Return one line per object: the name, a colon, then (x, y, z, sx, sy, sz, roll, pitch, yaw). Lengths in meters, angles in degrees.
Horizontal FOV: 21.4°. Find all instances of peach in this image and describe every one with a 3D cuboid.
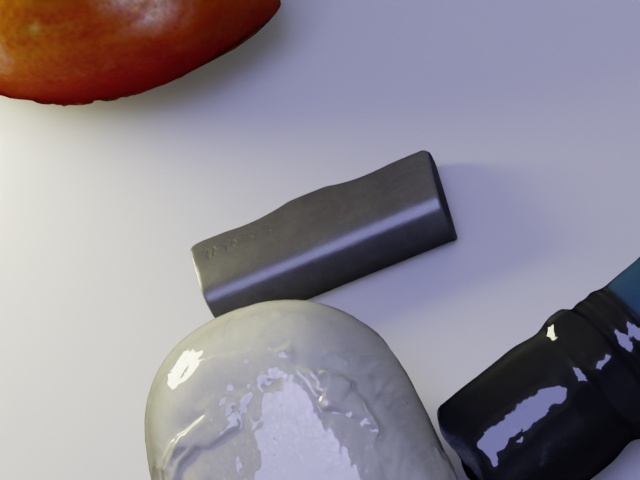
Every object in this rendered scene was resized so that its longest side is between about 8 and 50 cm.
peach: (-0.211, -0.270, 1.298, 0.380, 0.242, 0.306, 4, 65, 20)

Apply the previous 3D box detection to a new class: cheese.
cheese: (-0.020, 0.132, 1.109, 0.198, 0.154, 0.189, -21, 79, 11)

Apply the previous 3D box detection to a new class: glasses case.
glasses case: (0.001, -0.001, 1.226, 0.191, 0.042, 0.072, -22, 55, 8)

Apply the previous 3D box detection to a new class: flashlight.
flashlight: (0.261, 0.021, 1.104, 0.424, 0.103, 0.103, -39, 62, -3)
